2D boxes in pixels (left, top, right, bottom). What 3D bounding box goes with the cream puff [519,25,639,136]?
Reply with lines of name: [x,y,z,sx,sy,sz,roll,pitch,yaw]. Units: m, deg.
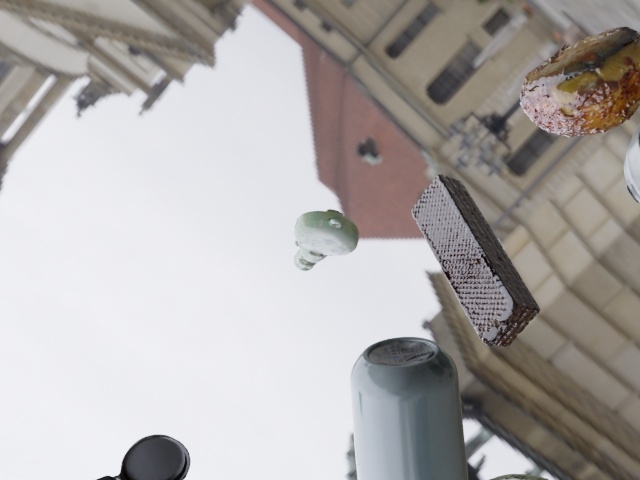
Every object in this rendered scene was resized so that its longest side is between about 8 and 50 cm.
cream puff: [0.465,-0.267,1.789,0.164,0.240,0.240,66,-165,-4]

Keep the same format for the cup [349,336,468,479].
cup: [0.159,0.344,1.896,0.205,0.205,0.312,-74,-22,-73]

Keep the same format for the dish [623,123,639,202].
dish: [0.552,-0.108,1.719,0.190,0.066,0.191,25,-127,-38]

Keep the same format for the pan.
pan: [-0.367,0.445,2.004,0.028,0.235,0.136,-133,31,-60]

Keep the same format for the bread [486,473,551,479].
bread: [0.321,0.488,1.613,0.267,0.267,0.040,47,-155,15]

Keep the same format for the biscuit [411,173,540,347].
biscuit: [0.289,0.034,1.986,0.073,0.107,0.388,14,-145,-32]

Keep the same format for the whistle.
whistle: [0.000,0.000,2.042,0.126,0.067,0.258,17,156,-10]
